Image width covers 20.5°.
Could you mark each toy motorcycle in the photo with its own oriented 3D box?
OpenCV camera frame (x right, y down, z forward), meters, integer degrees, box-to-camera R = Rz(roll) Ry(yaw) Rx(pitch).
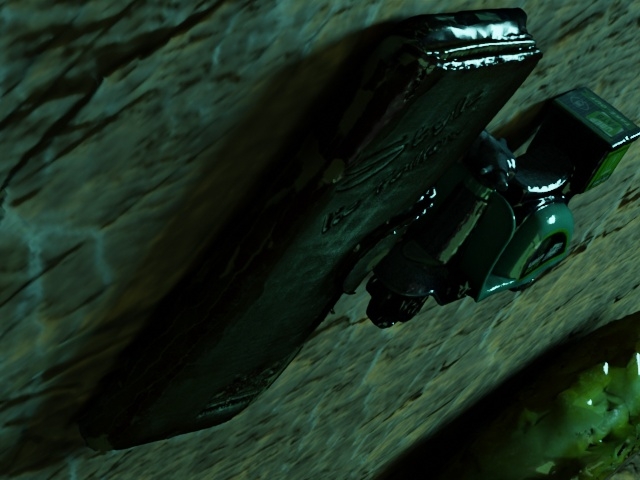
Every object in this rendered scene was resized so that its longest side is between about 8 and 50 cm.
[{"bbox_3d":[0.081,-0.014,0.835,0.173,0.058,0.100,-23,147,-53],"label":"toy motorcycle"}]

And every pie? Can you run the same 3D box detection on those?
[{"bbox_3d":[0.186,0.171,1.464,0.355,0.103,0.288,-35,168,-31],"label":"pie"}]

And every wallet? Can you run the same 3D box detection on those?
[{"bbox_3d":[0.000,0.000,0.722,0.232,0.031,0.122,-52,160,27],"label":"wallet"}]
